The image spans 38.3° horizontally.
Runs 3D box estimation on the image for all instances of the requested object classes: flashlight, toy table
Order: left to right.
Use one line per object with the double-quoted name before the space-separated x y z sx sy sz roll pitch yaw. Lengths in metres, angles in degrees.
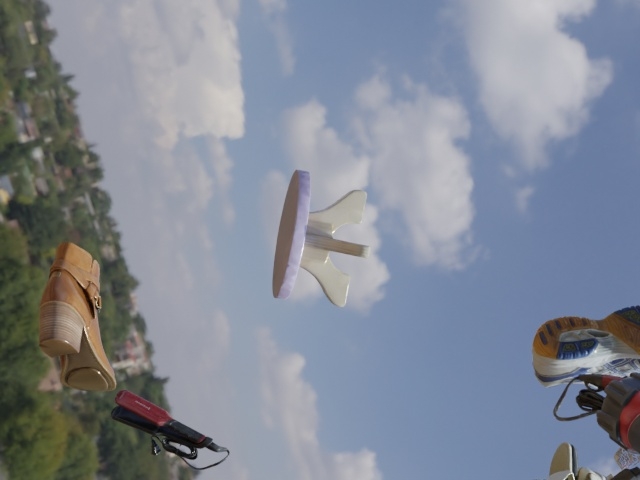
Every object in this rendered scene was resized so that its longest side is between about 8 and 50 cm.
"toy table" 0.000 0.000 1.971 0.252 0.160 0.274 -127 -131 -73
"flashlight" 0.464 0.257 1.107 0.304 0.103 0.103 -144 -137 -65

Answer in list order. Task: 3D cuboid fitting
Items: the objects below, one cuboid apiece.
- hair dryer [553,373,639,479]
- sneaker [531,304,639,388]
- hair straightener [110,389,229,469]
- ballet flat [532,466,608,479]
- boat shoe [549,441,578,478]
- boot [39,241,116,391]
"hair dryer" 0.493 0.230 1.387 0.080 0.293 0.224 33 22 -42
"sneaker" 0.519 0.197 1.627 0.112 0.296 0.131 -87 174 -45
"hair straightener" -0.276 0.355 1.680 0.047 0.230 0.089 -69 -177 -59
"ballet flat" 0.499 0.476 1.789 0.072 0.213 0.068 -149 -123 -62
"boat shoe" 0.595 0.600 2.191 0.084 0.079 0.233 143 -47 -62
"boot" -0.465 0.156 1.790 0.283 0.109 0.220 65 18 -53
